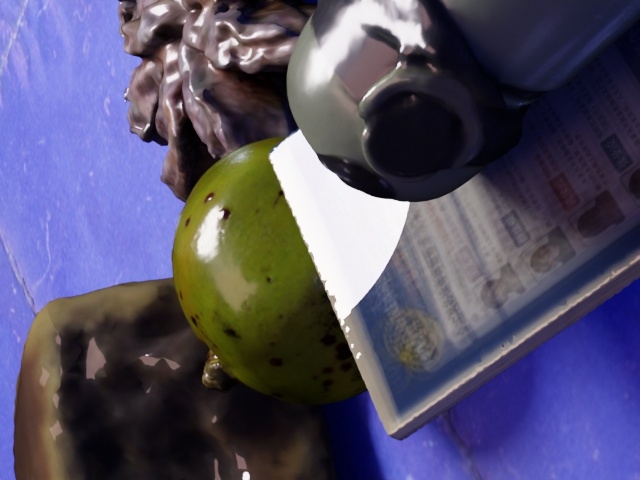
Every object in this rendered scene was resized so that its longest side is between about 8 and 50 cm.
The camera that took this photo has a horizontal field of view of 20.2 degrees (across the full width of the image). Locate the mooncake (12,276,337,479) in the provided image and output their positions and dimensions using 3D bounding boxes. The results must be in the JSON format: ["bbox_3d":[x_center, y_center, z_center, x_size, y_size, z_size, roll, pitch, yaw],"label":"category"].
[{"bbox_3d":[-0.098,0.225,1.382,0.393,0.246,0.394,-155,64,-62],"label":"mooncake"}]

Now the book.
[{"bbox_3d":[0.121,-0.057,1.081,0.322,0.018,0.228,-37,58,25],"label":"book"}]

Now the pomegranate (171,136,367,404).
[{"bbox_3d":[-0.009,-0.008,1.262,0.198,0.198,0.246,22,111,54],"label":"pomegranate"}]

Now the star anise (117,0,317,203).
[{"bbox_3d":[-0.082,-0.168,1.417,0.331,0.117,0.332,19,111,61],"label":"star anise"}]

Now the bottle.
[{"bbox_3d":[0.116,-0.169,0.990,0.347,0.168,0.168,-51,52,27],"label":"bottle"}]
